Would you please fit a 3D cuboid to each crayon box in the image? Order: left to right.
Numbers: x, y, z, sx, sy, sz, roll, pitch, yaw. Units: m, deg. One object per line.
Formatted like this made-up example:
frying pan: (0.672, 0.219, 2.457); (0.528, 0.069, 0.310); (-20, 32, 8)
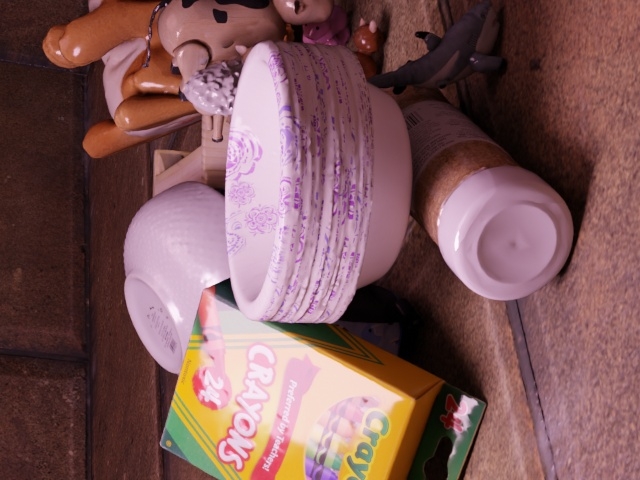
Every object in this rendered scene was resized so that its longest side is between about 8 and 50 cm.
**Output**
crayon box: (-0.004, 0.194, 1.547); (0.081, 0.318, 0.202); (-22, -47, -60)

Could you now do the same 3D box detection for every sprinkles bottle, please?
sprinkles bottle: (0.136, -0.063, 1.489); (0.355, 0.121, 0.121); (-123, 44, -63)

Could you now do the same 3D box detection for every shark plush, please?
shark plush: (0.120, -0.199, 1.564); (0.073, 0.161, 0.067); (-111, 0, -73)

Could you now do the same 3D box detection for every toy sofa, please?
toy sofa: (-0.160, -0.083, 2.331); (0.362, 0.150, 0.177); (160, 111, -69)

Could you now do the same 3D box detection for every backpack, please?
backpack: (-0.015, 0.181, 1.739); (0.276, 0.213, 0.263); (-171, 78, -69)

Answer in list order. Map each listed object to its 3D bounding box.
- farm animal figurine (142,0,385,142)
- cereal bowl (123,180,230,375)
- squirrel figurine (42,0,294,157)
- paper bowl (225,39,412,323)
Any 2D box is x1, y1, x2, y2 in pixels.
farm animal figurine: (-0.077, -0.296, 1.920); (0.330, 0.326, 0.172); (49, 144, 43)
cereal bowl: (-0.185, 0.090, 2.109); (0.339, 0.141, 0.339); (40, 144, 37)
squirrel figurine: (-0.235, -0.366, 2.220); (0.281, 0.397, 0.370); (161, 89, -77)
paper bowl: (-0.002, -0.057, 1.480); (0.284, 0.148, 0.284); (-178, 90, -73)
